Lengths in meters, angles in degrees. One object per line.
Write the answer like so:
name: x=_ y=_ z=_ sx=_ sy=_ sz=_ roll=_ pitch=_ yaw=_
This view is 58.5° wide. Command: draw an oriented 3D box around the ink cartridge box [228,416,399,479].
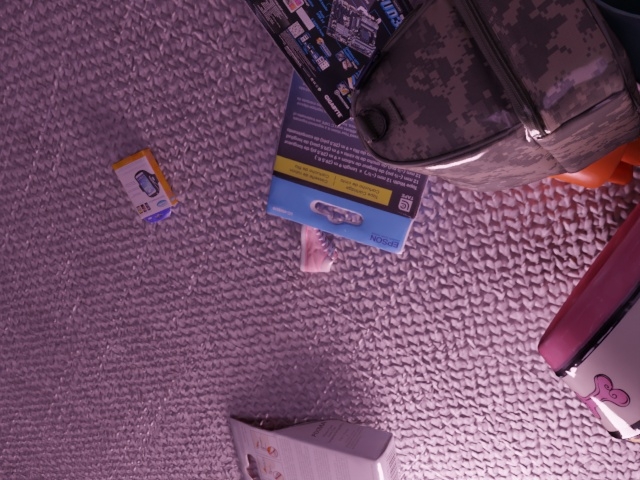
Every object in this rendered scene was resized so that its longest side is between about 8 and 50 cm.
ink cartridge box: x=-0.007 y=0.538 z=1.283 sx=0.385 sy=0.091 sz=0.308 roll=4 pitch=115 yaw=32

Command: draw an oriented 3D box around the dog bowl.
dog bowl: x=0.455 y=0.057 z=0.776 sx=0.150 sy=0.408 sz=0.408 roll=36 pitch=118 yaw=20

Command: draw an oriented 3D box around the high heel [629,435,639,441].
high heel: x=0.618 y=0.265 z=0.962 sx=0.186 sy=0.093 sz=0.261 roll=21 pitch=125 yaw=-1

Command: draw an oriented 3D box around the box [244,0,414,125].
box: x=0.032 y=-0.291 z=0.774 sx=0.175 sy=0.051 sz=0.220 roll=-29 pitch=114 yaw=24

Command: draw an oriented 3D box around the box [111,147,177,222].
box: x=-0.340 y=-0.104 z=1.120 sx=0.081 sy=0.028 sz=0.136 roll=-19 pitch=108 yaw=22

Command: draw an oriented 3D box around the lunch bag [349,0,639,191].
lunch bag: x=0.202 y=-0.165 z=0.671 sx=0.256 sy=0.305 sz=0.212 roll=-32 pitch=73 yaw=26

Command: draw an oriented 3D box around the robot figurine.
robot figurine: x=0.361 y=-0.153 z=0.846 sx=0.219 sy=0.158 sz=0.128 roll=19 pitch=94 yaw=7

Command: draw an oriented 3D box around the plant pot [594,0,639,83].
plant pot: x=0.442 y=-0.291 z=0.625 sx=0.293 sy=0.235 sz=0.293 roll=-14 pitch=63 yaw=30

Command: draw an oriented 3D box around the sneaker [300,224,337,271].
sneaker: x=0.000 y=0.000 z=1.055 sx=0.070 sy=0.051 sz=0.134 roll=8 pitch=117 yaw=11

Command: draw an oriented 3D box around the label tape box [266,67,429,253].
label tape box: x=0.070 y=-0.180 z=0.926 sx=0.249 sy=0.115 sz=0.347 roll=18 pitch=118 yaw=7
